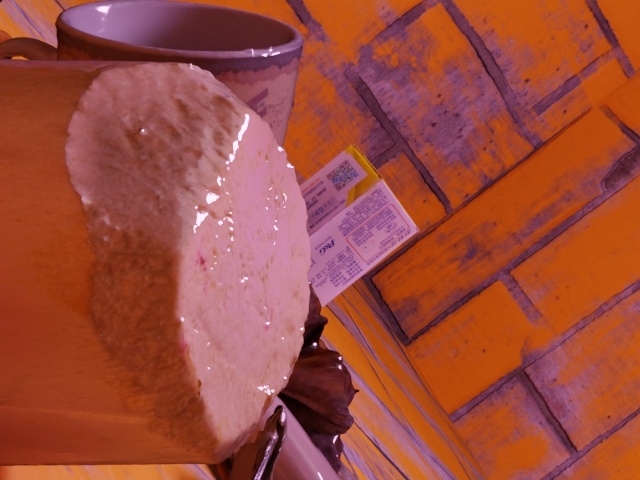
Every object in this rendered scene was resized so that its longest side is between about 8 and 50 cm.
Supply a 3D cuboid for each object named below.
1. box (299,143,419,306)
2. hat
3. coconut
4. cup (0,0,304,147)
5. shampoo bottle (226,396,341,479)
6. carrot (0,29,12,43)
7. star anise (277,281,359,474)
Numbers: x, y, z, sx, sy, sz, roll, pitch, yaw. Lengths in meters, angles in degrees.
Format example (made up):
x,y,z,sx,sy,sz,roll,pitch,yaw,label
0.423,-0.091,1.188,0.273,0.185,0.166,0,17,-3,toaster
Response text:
x,y,z,sx,sy,sz,roll,pitch,yaw,label
0.000,0.000,2.156,0.097,0.265,0.168,53,4,38,box
-0.056,0.227,1.162,0.147,0.085,0.175,69,25,-9,hat
-0.146,0.014,0.808,0.239,0.244,0.239,1,90,-68,coconut
-0.180,-0.088,1.345,0.227,0.301,0.257,-66,165,-72,cup
-0.016,0.238,1.300,0.257,0.078,0.127,56,-20,11,shampoo bottle
-0.370,-0.215,1.499,0.037,0.037,0.190,54,8,7,carrot
-0.034,0.128,1.460,0.349,0.109,0.292,96,-19,-54,star anise
